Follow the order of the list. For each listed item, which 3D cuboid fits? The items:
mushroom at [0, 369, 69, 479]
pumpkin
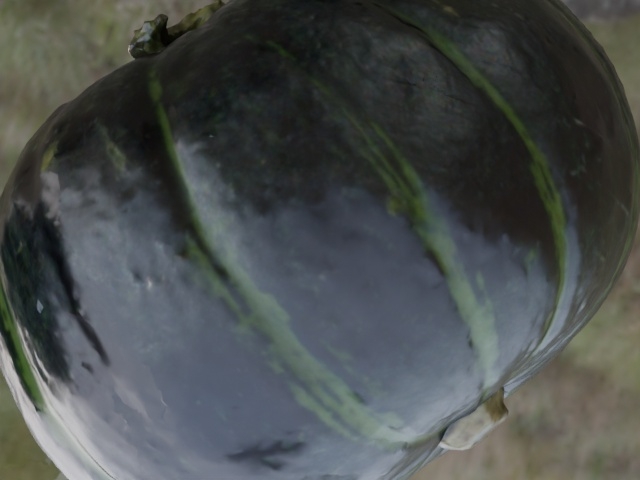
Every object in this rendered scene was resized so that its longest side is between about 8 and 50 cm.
[{"bbox_3d":[-0.188,0.100,1.215,0.212,0.217,0.292,-8,164,4],"label":"mushroom"},{"bbox_3d":[0.000,0.000,0.865,0.241,0.323,0.323,57,161,7],"label":"pumpkin"}]
